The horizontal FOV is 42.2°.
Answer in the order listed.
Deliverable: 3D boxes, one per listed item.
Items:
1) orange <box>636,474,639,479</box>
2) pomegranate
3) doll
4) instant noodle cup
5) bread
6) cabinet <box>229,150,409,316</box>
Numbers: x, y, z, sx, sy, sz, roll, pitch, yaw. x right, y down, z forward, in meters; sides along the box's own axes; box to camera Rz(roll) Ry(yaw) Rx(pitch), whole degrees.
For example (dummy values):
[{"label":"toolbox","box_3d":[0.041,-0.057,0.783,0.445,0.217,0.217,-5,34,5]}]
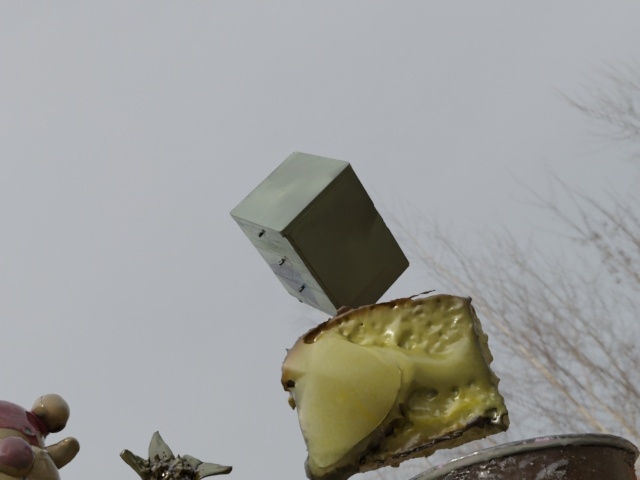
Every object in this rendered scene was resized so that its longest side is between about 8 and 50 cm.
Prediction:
[{"label":"orange","box_3d":[0.410,0.389,1.095,0.124,0.156,0.156,19,-64,-30]},{"label":"pomegranate","box_3d":[-0.129,0.276,0.771,0.148,0.148,0.169,9,-82,-44]},{"label":"doll","box_3d":[-0.381,0.282,0.984,0.196,0.256,0.152,-8,-55,-14]},{"label":"instant noodle cup","box_3d":[0.178,0.287,0.656,0.218,0.207,0.217,-8,-33,-5]},{"label":"bread","box_3d":[0.085,0.177,1.028,0.262,0.204,0.162,-12,-15,-6]},{"label":"cabinet","box_3d":[0.000,0.000,1.236,0.150,0.145,0.206,-46,-56,-19]}]
